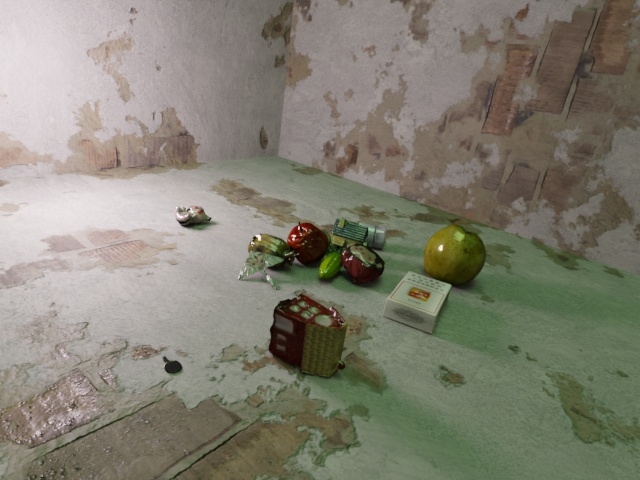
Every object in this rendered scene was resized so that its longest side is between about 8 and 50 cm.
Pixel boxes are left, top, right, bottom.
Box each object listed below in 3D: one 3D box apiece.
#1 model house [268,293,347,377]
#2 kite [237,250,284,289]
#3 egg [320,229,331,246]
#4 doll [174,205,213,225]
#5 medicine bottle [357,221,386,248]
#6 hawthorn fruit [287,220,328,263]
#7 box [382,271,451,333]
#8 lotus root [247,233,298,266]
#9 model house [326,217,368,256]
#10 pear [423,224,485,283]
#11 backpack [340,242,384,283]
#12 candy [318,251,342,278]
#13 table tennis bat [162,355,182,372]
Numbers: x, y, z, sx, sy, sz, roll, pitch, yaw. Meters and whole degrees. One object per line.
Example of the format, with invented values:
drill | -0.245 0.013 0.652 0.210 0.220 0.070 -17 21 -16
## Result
model house | -0.021 0.316 1.383 0.254 0.195 0.160 21 23 26
kite | -0.263 0.133 1.887 0.229 0.012 0.250 -26 54 -17
egg | 0.000 0.000 2.261 0.114 0.114 0.152 11 24 6
doll | -0.725 -0.139 2.366 0.149 0.095 0.192 27 26 25
medicine bottle | 0.287 -0.029 2.411 0.169 0.135 0.135 9 22 5
hawthorn fruit | -0.078 -0.007 2.074 0.208 0.243 0.207 -12 45 12
box | 0.425 0.257 1.819 0.210 0.095 0.330 17 23 22
lotus root | -0.220 0.056 2.016 0.278 0.154 0.154 16 23 19
model house | 0.150 -0.001 2.198 0.194 0.211 0.170 17 21 16
pear | 0.675 0.068 2.118 0.304 0.303 0.304 7 22 -3
backpack | 0.212 0.109 2.024 0.229 0.138 0.229 21 25 -10
candy | 0.043 0.128 1.992 0.097 0.096 0.209 14 24 14
table tennis bat | -0.464 0.384 1.301 0.083 0.007 0.050 26 28 34
